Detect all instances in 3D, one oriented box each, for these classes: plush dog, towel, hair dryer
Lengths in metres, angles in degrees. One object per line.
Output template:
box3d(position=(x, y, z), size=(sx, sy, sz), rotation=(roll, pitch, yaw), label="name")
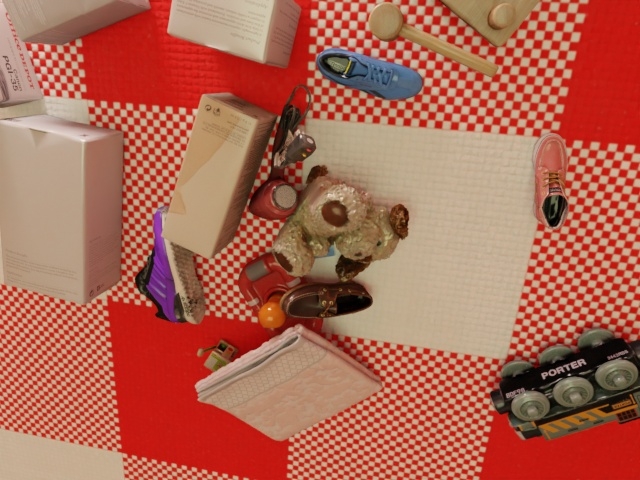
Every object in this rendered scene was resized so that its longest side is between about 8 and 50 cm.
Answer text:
box3d(position=(0.057, -0.031, 0.971), size=(0.225, 0.211, 0.262), rotation=(30, 134, -18), label="plush dog")
box3d(position=(-0.070, 0.349, 1.105), size=(0.331, 0.054, 0.317), rotation=(-33, 127, 21), label="towel")
box3d(position=(-0.074, -0.143, 0.957), size=(0.080, 0.224, 0.294), rotation=(20, 129, -21), label="hair dryer")

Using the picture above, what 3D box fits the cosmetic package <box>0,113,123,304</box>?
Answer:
box3d(position=(-0.584, -0.072, 1.070), size=(0.217, 0.156, 0.386), rotation=(15, 110, 5), label="cosmetic package")

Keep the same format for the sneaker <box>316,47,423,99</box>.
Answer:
box3d(position=(0.092, -0.314, 0.897), size=(0.209, 0.082, 0.069), rotation=(17, 109, 3), label="sneaker")

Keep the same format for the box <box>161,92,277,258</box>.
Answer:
box3d(position=(-0.210, -0.134, 0.982), size=(0.121, 0.148, 0.311), rotation=(25, 110, 2), label="box")

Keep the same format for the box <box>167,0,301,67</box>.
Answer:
box3d(position=(-0.149, -0.401, 0.858), size=(0.180, 0.182, 0.119), rotation=(18, 109, 4), label="box")

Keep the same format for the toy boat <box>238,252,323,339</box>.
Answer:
box3d(position=(-0.094, 0.149, 1.052), size=(0.150, 0.151, 0.231), rotation=(-28, 101, 19), label="toy boat")

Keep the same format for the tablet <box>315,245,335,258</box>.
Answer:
box3d(position=(0.000, 0.000, 1.061), size=(0.054, 0.006, 0.084), rotation=(-9, 106, 14), label="tablet")

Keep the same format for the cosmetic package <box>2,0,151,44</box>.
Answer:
box3d(position=(-0.476, -0.472, 0.927), size=(0.237, 0.127, 0.107), rotation=(-17, 104, 14), label="cosmetic package")

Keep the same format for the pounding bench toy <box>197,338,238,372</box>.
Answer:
box3d(position=(-0.258, 0.281, 1.174), size=(0.083, 0.065, 0.052), rotation=(33, 112, -2), label="pounding bench toy")

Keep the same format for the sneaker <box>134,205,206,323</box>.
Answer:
box3d(position=(-0.372, 0.066, 1.103), size=(0.145, 0.102, 0.294), rotation=(-3, 108, 12), label="sneaker")

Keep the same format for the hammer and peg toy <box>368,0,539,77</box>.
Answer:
box3d(position=(0.260, -0.458, 0.791), size=(0.265, 0.127, 0.361), rotation=(36, 111, -5), label="hammer and peg toy")

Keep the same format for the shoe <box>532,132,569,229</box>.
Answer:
box3d(position=(0.444, -0.111, 0.898), size=(0.063, 0.081, 0.178), rotation=(-1, 108, 11), label="shoe")

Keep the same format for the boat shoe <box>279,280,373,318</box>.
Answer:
box3d(position=(0.018, 0.129, 1.005), size=(0.206, 0.073, 0.073), rotation=(-9, 118, -29), label="boat shoe")

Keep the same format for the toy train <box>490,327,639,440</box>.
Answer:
box3d(position=(0.543, 0.324, 1.005), size=(0.333, 0.142, 0.190), rotation=(-29, 111, 18), label="toy train")

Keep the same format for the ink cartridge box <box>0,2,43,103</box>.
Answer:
box3d(position=(-0.716, -0.368, 0.924), size=(0.117, 0.283, 0.208), rotation=(-8, 107, 9), label="ink cartridge box")
